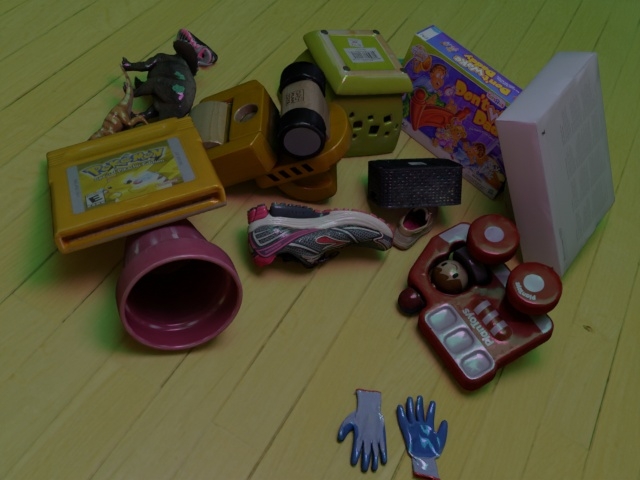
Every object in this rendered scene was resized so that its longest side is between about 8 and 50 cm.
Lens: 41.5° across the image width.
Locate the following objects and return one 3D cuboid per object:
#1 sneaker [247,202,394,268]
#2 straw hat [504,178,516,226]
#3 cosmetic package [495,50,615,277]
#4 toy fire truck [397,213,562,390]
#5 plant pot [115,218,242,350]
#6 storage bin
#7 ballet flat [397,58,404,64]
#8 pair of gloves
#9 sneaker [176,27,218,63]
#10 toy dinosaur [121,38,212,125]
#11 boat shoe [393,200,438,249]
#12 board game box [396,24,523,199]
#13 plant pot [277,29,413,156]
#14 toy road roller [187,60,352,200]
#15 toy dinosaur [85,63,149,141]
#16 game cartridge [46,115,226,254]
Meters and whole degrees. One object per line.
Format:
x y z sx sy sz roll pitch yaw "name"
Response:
0.000 0.000 1.628 0.299 0.121 0.112 3 78 -21 "sneaker"
0.469 -0.097 1.868 0.144 0.061 0.144 6 82 -45 "straw hat"
0.497 -0.158 1.757 0.097 0.377 0.284 10 43 38 "cosmetic package"
0.291 0.109 1.611 0.254 0.169 0.302 -27 61 -16 "toy fire truck"
-0.251 0.054 1.423 0.201 0.201 0.180 -2 35 -23 "plant pot"
0.196 -0.122 1.768 0.180 0.084 0.122 -4 14 -12 "storage bin"
0.201 -0.424 2.104 0.247 0.083 0.087 -7 39 -29 "ballet flat"
0.125 0.324 1.430 0.198 0.023 0.159 13 46 -11 "pair of gloves"
-0.284 -0.448 1.963 0.119 0.047 0.057 45 29 18 "sneaker"
-0.321 -0.319 1.757 0.160 0.121 0.313 -10 48 6 "toy dinosaur"
0.208 -0.046 1.773 0.063 0.059 0.170 32 45 9 "boat shoe"
0.323 -0.290 1.920 0.347 0.233 0.078 41 47 17 "board game box"
0.062 -0.337 1.878 0.228 0.207 0.227 -6 52 -28 "plant pot"
-0.095 -0.185 1.719 0.329 0.240 0.202 -14 46 15 "toy road roller"
-0.392 -0.246 1.673 0.112 0.064 0.211 35 66 -22 "toy dinosaur"
-0.337 -0.114 1.496 0.285 0.053 0.324 -18 36 -10 "game cartridge"
